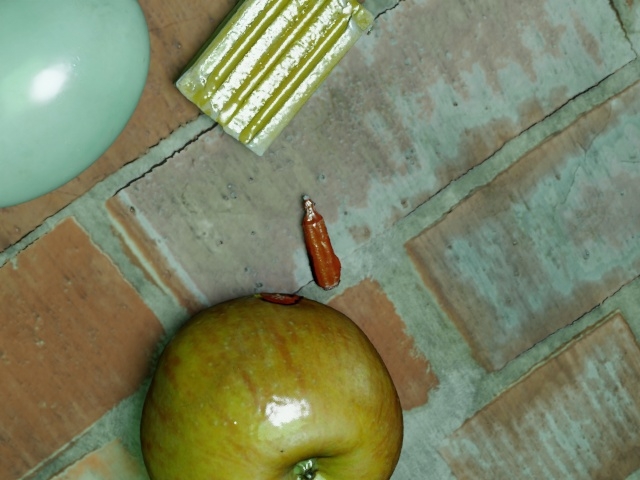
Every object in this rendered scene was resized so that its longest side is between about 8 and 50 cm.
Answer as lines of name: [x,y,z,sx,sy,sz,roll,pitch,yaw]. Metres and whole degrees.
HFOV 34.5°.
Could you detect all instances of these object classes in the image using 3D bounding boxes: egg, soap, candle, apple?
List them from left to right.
egg: [-0.400,-0.206,1.384,0.389,0.276,0.276,-43,109,4]
apple: [-0.073,0.274,1.551,0.400,0.333,0.400,-3,104,-11]
soap: [-0.069,-0.281,1.537,0.173,0.089,0.274,39,94,-20]
candle: [0.000,0.000,1.647,0.053,0.048,0.162,1,118,31]
